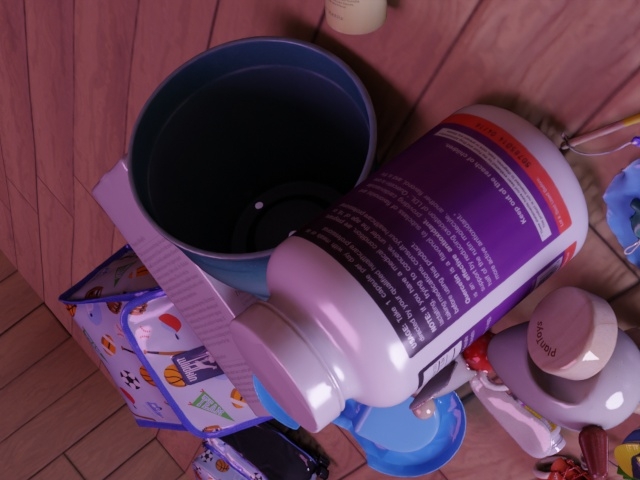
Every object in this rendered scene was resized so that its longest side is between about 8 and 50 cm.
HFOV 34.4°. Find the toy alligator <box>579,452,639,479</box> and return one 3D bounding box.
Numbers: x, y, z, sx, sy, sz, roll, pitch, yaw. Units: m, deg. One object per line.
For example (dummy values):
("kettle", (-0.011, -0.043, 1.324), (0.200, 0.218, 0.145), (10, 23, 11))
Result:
("toy alligator", (0.366, 0.257, 1.119), (0.051, 0.056, 0.190), (18, 173, -30))

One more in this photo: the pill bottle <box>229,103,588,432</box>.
("pill bottle", (0.079, 0.027, 0.953), (0.181, 0.323, 0.181), (46, 160, 21))

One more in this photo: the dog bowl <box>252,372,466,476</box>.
("dog bowl", (0.056, 0.202, 1.408), (0.297, 0.074, 0.166), (27, 110, -1))

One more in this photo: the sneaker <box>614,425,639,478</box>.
("sneaker", (0.370, 0.204, 1.039), (0.144, 0.059, 0.053), (-8, 106, 42))

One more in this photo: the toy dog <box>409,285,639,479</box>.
("toy dog", (0.203, 0.160, 1.033), (0.220, 0.160, 0.333), (17, 159, -11))

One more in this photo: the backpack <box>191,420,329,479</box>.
("backpack", (-0.131, 0.474, 2.141), (0.276, 0.213, 0.263), (40, 164, 19))

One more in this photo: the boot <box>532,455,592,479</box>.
("boot", (0.319, 0.307, 1.266), (0.084, 0.059, 0.158), (60, 157, -7))

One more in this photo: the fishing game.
("fishing game", (0.313, 0.010, 0.878), (0.264, 0.041, 0.189), (57, 159, -10))

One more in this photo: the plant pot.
("plant pot", (-0.050, -0.051, 1.202), (0.272, 0.271, 0.255), (40, 168, 26))

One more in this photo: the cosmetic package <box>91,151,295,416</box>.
("cosmetic package", (-0.136, 0.044, 1.577), (0.453, 0.161, 0.230), (54, 156, -6))

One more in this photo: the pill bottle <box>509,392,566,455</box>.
("pill bottle", (0.262, 0.219, 1.256), (0.083, 0.043, 0.043), (54, 156, -5))

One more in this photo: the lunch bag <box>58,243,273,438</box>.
("lunch bag", (-0.250, 0.181, 1.908), (0.386, 0.239, 0.327), (-4, 122, 43))

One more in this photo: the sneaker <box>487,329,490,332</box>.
("sneaker", (0.169, 0.136, 1.287), (0.084, 0.058, 0.152), (47, 151, 33))

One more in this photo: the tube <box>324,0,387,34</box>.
("tube", (0.029, -0.301, 0.933), (0.070, 0.062, 0.240), (4, 136, 5))
